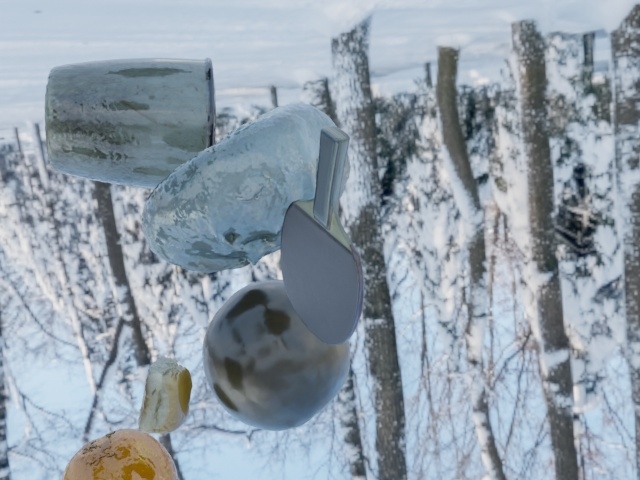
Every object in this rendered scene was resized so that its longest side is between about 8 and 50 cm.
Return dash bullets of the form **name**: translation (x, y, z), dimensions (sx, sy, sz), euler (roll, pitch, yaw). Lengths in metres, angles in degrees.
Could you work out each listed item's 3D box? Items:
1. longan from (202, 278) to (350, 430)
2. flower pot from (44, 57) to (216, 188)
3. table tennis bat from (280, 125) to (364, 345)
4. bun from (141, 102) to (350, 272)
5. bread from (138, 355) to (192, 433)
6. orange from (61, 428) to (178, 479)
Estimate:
- **longan**: translation (-0.092, 0.227, 1.352), dimensions (0.318, 0.319, 0.319), euler (-6, -171, 1)
- **flower pot**: translation (-0.394, -0.249, 1.407), dimensions (0.330, 0.294, 0.293), euler (2, -173, -12)
- **table tennis bat**: translation (0.000, 0.000, 0.824), dimensions (0.022, 0.301, 0.173), euler (-19, -138, -31)
- **bun**: translation (-0.114, -0.067, 1.069), dimensions (0.354, 0.194, 0.354), euler (-32, -177, 2)
- **bread**: translation (-0.267, 0.274, 1.159), dimensions (0.082, 0.125, 0.106), euler (9, -178, -7)
- **orange**: translation (-0.429, 0.533, 1.423), dimensions (0.246, 0.246, 0.246), euler (-6, -171, 1)
